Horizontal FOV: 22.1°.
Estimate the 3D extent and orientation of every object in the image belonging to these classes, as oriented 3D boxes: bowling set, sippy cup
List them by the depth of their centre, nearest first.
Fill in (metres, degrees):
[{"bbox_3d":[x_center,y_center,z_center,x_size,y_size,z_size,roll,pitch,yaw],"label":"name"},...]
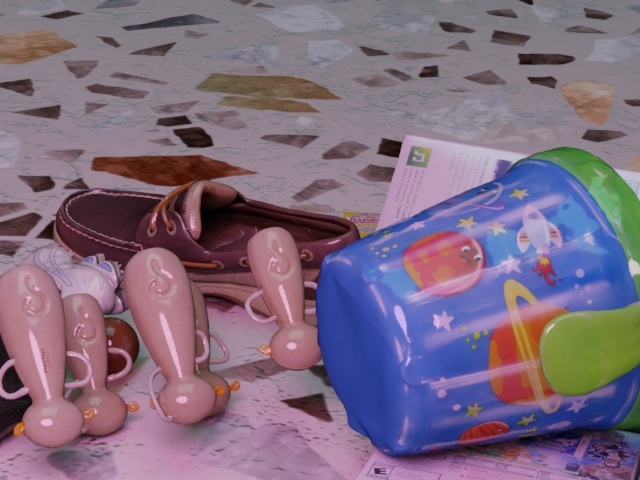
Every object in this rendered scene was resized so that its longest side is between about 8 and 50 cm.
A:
[{"bbox_3d":[0.124,0.062,1.293,0.224,0.305,0.240,-15,65,-21],"label":"sippy cup"},{"bbox_3d":[-0.141,0.108,1.415,0.287,0.200,0.154,-10,68,-16],"label":"bowling set"}]

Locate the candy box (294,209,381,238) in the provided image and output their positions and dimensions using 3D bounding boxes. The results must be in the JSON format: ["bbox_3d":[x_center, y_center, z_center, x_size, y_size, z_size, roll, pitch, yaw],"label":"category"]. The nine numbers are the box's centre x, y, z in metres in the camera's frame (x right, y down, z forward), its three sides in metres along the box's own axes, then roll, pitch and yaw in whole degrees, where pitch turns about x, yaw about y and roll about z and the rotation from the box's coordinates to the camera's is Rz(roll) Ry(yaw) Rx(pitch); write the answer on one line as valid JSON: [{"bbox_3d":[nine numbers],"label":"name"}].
[{"bbox_3d":[0.000,0.000,1.751,0.206,0.027,0.105,2,24,0],"label":"candy box"}]

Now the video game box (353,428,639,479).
[{"bbox_3d":[0.144,0.190,1.301,0.205,0.048,0.187,9,21,15],"label":"video game box"}]

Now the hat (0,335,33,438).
[{"bbox_3d":[-0.390,0.073,1.437,0.331,0.134,0.331,1,25,0],"label":"hat"}]

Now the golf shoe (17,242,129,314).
[{"bbox_3d":[-0.258,0.047,1.550,0.086,0.069,0.176,-27,16,-35],"label":"golf shoe"}]

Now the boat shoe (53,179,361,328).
[{"bbox_3d":[-0.114,-0.013,1.630,0.342,0.123,0.123,16,44,22],"label":"boat shoe"}]

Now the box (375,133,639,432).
[{"bbox_3d":[0.200,0.037,1.490,0.322,0.058,0.232,11,68,20],"label":"box"}]
